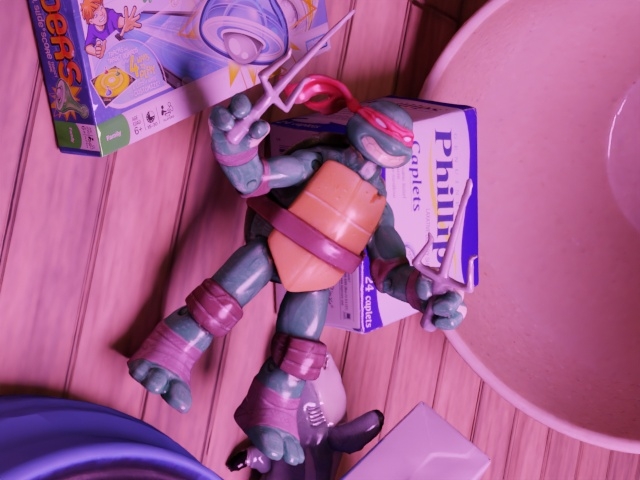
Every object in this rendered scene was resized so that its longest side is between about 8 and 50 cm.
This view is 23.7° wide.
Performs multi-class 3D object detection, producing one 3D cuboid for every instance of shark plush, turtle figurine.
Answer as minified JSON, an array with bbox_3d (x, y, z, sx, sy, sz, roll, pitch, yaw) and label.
[{"bbox_3d":[-0.032,0.142,0.957,0.067,0.073,0.161,30,93,-31],"label":"shark plush"},{"bbox_3d":[0.000,0.000,0.848,0.234,0.175,0.118,-58,-176,7],"label":"turtle figurine"}]

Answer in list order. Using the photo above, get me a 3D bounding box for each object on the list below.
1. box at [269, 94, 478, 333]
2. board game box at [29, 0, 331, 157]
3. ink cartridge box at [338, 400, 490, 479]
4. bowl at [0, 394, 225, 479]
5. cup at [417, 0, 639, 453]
[{"bbox_3d":[0.037,-0.020,0.974,0.137,0.072,0.126,-20,112,-50],"label":"box"},{"bbox_3d":[-0.074,-0.142,0.834,0.201,0.035,0.136,-33,122,-45],"label":"board game box"},{"bbox_3d":[0.028,0.199,0.975,0.104,0.061,0.181,-36,159,-43],"label":"ink cartridge box"},{"bbox_3d":[-0.151,0.275,0.769,0.391,0.077,0.391,-14,108,-49],"label":"bowl"},{"bbox_3d":[0.253,-0.044,1.076,0.237,0.331,0.331,-25,116,-61],"label":"cup"}]
